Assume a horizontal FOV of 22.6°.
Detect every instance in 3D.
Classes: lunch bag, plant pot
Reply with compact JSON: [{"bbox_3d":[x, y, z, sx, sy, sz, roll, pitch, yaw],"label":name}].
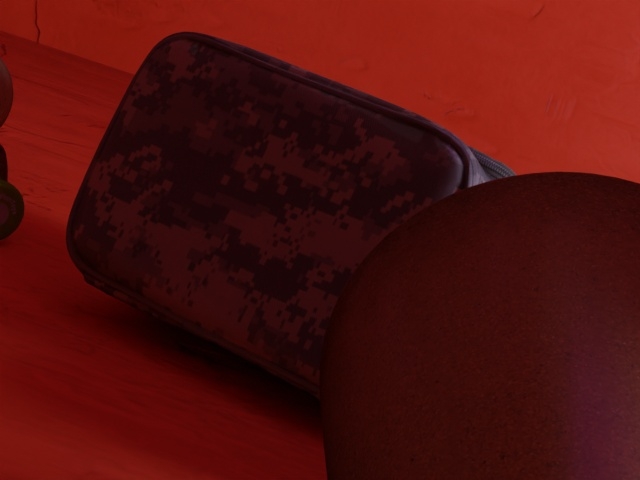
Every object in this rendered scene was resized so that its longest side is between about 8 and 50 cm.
[{"bbox_3d":[0.000,0.000,1.193,0.305,0.212,0.256,23,-5,27],"label":"lunch bag"},{"bbox_3d":[0.104,0.125,0.689,0.237,0.237,0.254,17,25,-1],"label":"plant pot"}]

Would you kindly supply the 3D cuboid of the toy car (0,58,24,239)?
[{"bbox_3d":[-0.309,-0.115,1.295,0.149,0.188,0.155,9,13,-40],"label":"toy car"}]
